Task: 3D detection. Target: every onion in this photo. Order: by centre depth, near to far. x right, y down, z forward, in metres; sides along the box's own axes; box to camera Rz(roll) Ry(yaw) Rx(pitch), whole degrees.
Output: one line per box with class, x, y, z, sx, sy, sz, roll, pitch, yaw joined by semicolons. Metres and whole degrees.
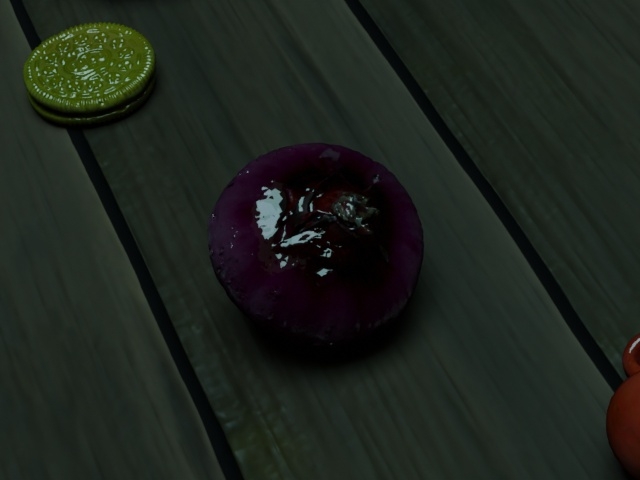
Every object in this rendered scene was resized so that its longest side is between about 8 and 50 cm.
onion;0.000;0.000;0.913;0.115;0.104;0.115;6;70;-18

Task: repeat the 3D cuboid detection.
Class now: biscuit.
biscuit;-0.144;-0.104;1.093;0.084;0.023;0.084;-3;45;3

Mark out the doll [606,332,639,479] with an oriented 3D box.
doll;0.266;0.026;0.827;0.290;0.130;0.161;-22;50;8
